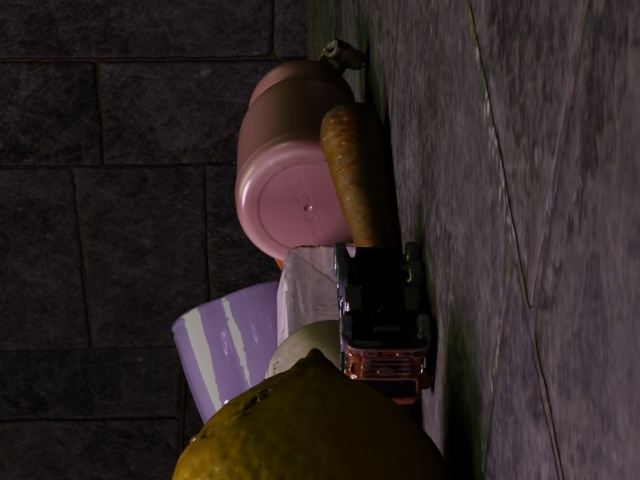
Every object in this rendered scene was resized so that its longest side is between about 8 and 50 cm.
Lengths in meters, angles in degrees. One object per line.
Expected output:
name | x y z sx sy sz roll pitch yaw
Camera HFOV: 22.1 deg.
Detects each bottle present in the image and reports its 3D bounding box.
bottle | -0.008 -0.123 2.041 0.206 0.173 0.297 -54 17 24

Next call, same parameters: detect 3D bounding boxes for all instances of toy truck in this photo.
toy truck | 0.055 0.071 1.499 0.192 0.083 0.092 -93 4 -59

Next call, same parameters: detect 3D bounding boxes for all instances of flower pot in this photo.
flower pot | -0.049 0.201 2.138 0.265 0.265 0.243 99 159 -74

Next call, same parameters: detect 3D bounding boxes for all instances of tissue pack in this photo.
tissue pack | 0.013 0.113 1.917 0.225 0.124 0.185 104 166 -78

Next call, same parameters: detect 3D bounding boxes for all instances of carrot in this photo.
carrot | 0.050 -0.038 1.776 0.298 0.078 0.078 -100 8 -46

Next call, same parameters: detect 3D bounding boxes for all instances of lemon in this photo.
lemon | -0.002 0.228 1.276 0.228 0.228 0.253 92 161 -47

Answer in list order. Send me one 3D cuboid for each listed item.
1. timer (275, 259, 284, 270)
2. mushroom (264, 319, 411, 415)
timer | 0.000 0.000 2.406 0.257 0.161 0.250 -161 55 -87
mushroom | -0.006 0.202 1.635 0.246 0.202 0.246 179 90 -76
